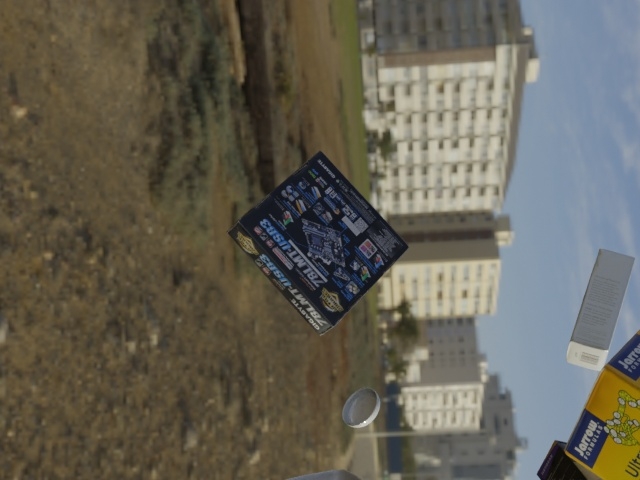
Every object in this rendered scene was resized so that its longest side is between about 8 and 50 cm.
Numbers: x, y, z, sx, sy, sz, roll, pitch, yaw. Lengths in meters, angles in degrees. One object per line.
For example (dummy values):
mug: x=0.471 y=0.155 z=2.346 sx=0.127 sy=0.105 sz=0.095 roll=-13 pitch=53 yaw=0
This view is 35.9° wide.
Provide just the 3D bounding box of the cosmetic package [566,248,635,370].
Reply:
cosmetic package: x=0.595 y=0.147 z=2.102 sx=0.117 sy=0.085 sz=0.231 roll=77 pitch=33 yaw=-59

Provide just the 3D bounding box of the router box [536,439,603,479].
router box: x=0.554 y=0.459 z=1.660 sx=0.081 sy=0.308 sz=0.243 roll=-67 pitch=-156 yaw=17

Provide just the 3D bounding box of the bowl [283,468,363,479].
bowl: x=0.002 y=0.404 z=1.515 sx=0.142 sy=0.142 sz=0.053 roll=-169 pitch=-106 yaw=-68

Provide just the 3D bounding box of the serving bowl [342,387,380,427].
serving bowl: x=0.082 y=0.324 z=1.890 sx=0.027 sy=0.083 sz=0.083 roll=43 pitch=30 yaw=-31

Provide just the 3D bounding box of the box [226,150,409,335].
box: x=0.000 y=0.000 z=2.090 sx=0.293 sy=0.295 sz=0.073 roll=-44 pitch=-178 yaw=-35

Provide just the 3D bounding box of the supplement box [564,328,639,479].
supplement box: x=0.573 y=0.299 z=1.427 sx=0.194 sy=0.356 sz=0.195 roll=-31 pitch=144 yaw=-41
